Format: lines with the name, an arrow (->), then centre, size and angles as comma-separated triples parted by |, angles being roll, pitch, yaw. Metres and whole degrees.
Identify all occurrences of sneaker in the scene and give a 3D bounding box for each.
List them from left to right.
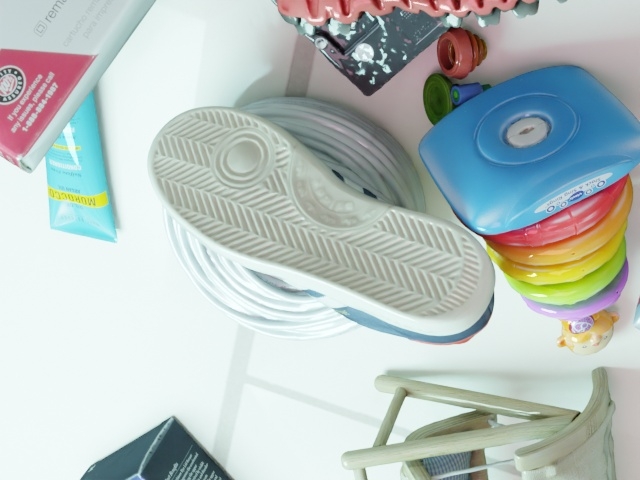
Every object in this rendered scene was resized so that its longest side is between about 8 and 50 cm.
sneaker -> 0.000, 0.000, 1.291 | 0.350, 0.131, 0.148 | 30, 171, 21
sneaker -> 0.086, -0.245, 1.154 | 0.276, 0.097, 0.135 | 0, 121, 20

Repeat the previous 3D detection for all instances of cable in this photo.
cable -> -0.023, -0.023, 1.404 | 0.257, 0.089, 0.257 | -33, 104, 31

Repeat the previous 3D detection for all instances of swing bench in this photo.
swing bench -> 0.180, 0.279, 1.469 | 0.255, 0.165, 0.253 | -3, 118, 19

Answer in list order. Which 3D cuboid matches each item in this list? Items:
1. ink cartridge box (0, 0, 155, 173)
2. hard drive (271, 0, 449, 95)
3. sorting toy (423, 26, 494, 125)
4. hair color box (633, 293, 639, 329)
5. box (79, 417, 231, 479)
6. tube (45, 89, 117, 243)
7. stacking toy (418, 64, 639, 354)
ink cartridge box -> -0.329, -0.238, 1.293 | 0.306, 0.131, 0.226 | 34, 86, -5
hard drive -> 0.009, -0.319, 1.233 | 0.339, 0.064, 0.237 | 44, 123, -10
sorting toy -> 0.131, -0.148, 1.308 | 0.042, 0.061, 0.102 | -10, 135, -25
hair color box -> 0.491, 0.072, 1.259 | 0.374, 0.113, 0.185 | 27, 132, 1
box -> -0.173, 0.333, 1.649 | 0.153, 0.108, 0.207 | -34, 105, 32
tube -> -0.254, -0.088, 1.469 | 0.080, 0.052, 0.207 | 15, 130, 20
stacking toy -> 0.222, 0.008, 1.316 | 0.175, 0.165, 0.302 | -26, 131, -3
